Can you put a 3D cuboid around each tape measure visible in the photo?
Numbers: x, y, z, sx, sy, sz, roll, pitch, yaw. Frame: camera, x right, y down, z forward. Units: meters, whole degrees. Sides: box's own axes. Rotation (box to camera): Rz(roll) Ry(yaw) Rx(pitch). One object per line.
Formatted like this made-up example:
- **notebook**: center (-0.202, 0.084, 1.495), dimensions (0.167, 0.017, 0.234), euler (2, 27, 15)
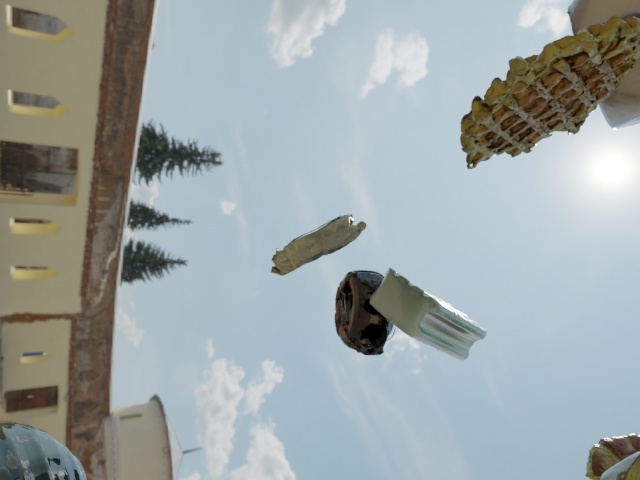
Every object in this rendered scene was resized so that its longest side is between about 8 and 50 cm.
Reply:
- **tape measure**: center (0.109, 0.189, 1.281), dimensions (0.202, 0.135, 0.222), euler (180, -88, -75)

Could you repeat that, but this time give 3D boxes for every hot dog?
- **hot dog**: center (0.729, 0.525, 1.132), dimensions (0.123, 0.262, 0.093), euler (-106, -167, -52)

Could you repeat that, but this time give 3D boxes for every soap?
- **soap**: center (0.252, 0.177, 1.094), dimensions (0.095, 0.290, 0.173), euler (-56, -138, 4)

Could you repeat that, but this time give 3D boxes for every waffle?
- **waffle**: center (0.314, -0.197, 0.664), dimensions (0.245, 0.255, 0.052), euler (86, -16, -67)

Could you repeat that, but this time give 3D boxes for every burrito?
- **burrito**: center (0.001, 0.002, 0.955), dimensions (0.058, 0.230, 0.063), euler (-13, -79, 62)

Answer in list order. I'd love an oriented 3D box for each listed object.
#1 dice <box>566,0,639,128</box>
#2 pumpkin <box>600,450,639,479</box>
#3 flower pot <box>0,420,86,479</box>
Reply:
- **dice**: center (0.585, -0.344, 0.806), dimensions (0.251, 0.259, 0.242), euler (-21, -91, 37)
- **pumpkin**: center (0.632, 0.513, 0.932), dimensions (0.110, 0.218, 0.217), euler (-33, -119, 59)
- **flower pot**: center (-0.333, 0.256, 0.410), dimensions (0.157, 0.243, 0.189), euler (12, -83, 36)
